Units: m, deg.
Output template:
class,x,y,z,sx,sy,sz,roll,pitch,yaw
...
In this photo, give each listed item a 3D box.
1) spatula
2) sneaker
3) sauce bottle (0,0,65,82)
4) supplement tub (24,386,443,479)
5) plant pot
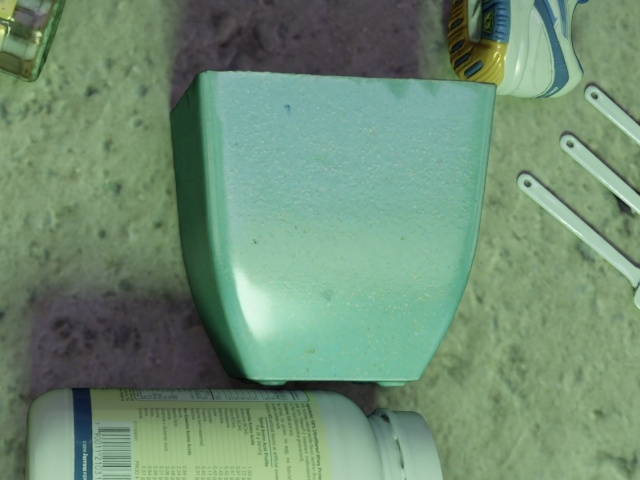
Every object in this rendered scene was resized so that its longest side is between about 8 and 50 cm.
class,x,y,z,sx,sy,sz,roll,pitch,yaw
spatula,0.320,-0.028,1.507,0.242,0.019,0.168,40,75,-2
sneaker,0.202,-0.278,1.503,0.131,0.112,0.296,11,78,-27
sauce bottle,-0.399,-0.246,1.352,0.344,0.111,0.111,21,75,-8
supplement tub,-0.079,0.239,1.255,0.325,0.235,0.235,2,78,-12
plant pot,0.000,0.000,1.328,0.248,0.247,0.252,2,86,-12
